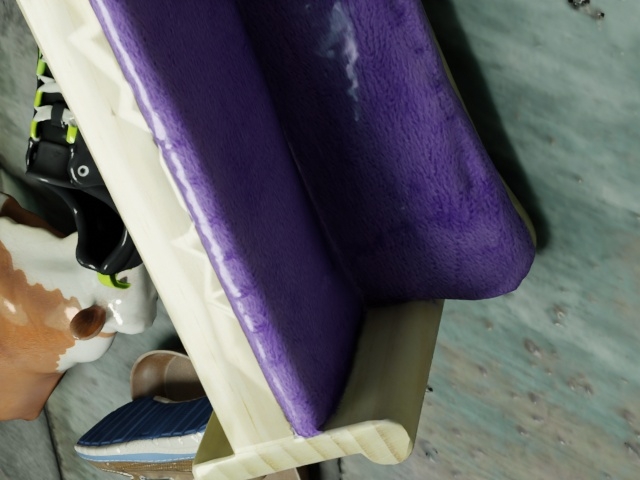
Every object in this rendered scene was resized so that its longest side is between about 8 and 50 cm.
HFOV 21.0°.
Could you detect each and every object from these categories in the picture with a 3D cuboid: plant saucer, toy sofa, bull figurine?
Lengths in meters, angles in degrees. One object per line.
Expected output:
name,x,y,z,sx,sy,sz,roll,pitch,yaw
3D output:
plant saucer,-0.068,0.141,1.242,0.168,0.029,0.168,30,142,27
toy sofa,-0.033,-0.074,0.824,0.177,0.150,0.363,-15,114,19
bull figurine,-0.225,0.037,1.262,0.188,0.101,0.310,51,144,5

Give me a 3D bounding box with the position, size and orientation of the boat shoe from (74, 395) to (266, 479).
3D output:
boat shoe,-0.107,0.152,1.213,0.183,0.066,0.066,-9,117,52

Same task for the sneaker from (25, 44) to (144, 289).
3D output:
sneaker,-0.138,-0.073,1.055,0.084,0.097,0.235,13,132,41
